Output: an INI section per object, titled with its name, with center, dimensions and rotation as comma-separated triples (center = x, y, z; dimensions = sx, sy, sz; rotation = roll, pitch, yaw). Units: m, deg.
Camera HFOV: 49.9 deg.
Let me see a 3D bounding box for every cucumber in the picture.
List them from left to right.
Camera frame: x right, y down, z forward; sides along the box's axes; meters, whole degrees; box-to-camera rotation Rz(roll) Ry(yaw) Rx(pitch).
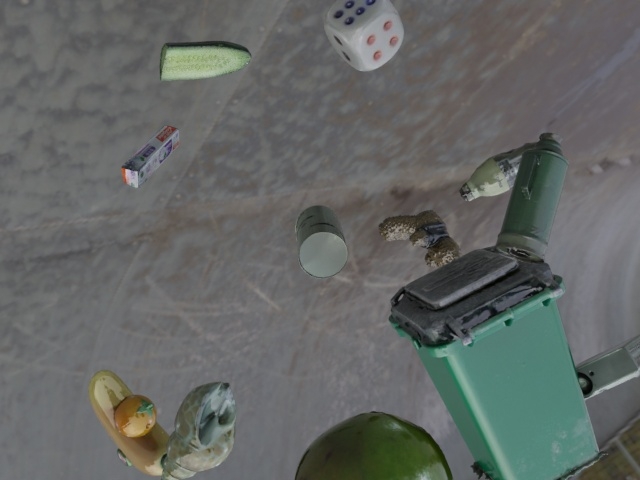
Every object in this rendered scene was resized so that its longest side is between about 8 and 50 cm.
[cucumber]
center = -0.310, -0.494, 1.852
dimensions = 0.243, 0.063, 0.115
rotation = -5, 145, -18

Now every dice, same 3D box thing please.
[dice]
center = 0.140, -0.673, 2.197
dimensions = 0.193, 0.194, 0.192
rotation = -42, 145, -1

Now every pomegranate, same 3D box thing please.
[pomegranate]
center = 0.037, 0.322, 0.835
dimensions = 0.159, 0.190, 0.241
rotation = 20, 113, -49

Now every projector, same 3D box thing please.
[projector]
center = 0.520, 0.235, 1.248
dimensions = 0.115, 0.061, 0.147
rotation = -8, 154, -47

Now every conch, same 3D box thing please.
[conch]
center = -0.195, 0.309, 1.134
dimensions = 0.116, 0.105, 0.173
rotation = -43, 138, -63

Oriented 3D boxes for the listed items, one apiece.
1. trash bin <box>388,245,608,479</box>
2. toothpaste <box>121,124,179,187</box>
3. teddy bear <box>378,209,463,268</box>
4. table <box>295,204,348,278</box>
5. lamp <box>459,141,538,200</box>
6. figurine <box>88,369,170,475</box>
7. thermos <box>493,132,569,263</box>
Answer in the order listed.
[trash bin]
center = 0.316, 0.225, 1.180
dimensions = 0.259, 0.381, 0.295
rotation = -27, -169, -8
[toothpaste]
center = -0.372, -0.188, 1.520
dimensions = 0.196, 0.040, 0.047
rotation = -62, 166, -49
[teddy bear]
center = 0.271, -0.012, 1.774
dimensions = 0.181, 0.251, 0.129
rotation = 0, 120, -55
[table]
center = 0.000, 0.000, 1.775
dimensions = 0.126, 0.126, 0.220
rotation = -37, -161, 10
[lamp]
center = 0.471, -0.178, 1.762
dimensions = 0.250, 0.101, 0.101
rotation = -30, 161, 13
[figurine]
center = -0.496, 0.480, 1.818
dimensions = 0.124, 0.325, 0.222
rotation = -36, -179, -33
[thermos]
center = 0.306, -0.067, 0.994
dimensions = 0.083, 0.188, 0.073
rotation = 22, 168, -20
